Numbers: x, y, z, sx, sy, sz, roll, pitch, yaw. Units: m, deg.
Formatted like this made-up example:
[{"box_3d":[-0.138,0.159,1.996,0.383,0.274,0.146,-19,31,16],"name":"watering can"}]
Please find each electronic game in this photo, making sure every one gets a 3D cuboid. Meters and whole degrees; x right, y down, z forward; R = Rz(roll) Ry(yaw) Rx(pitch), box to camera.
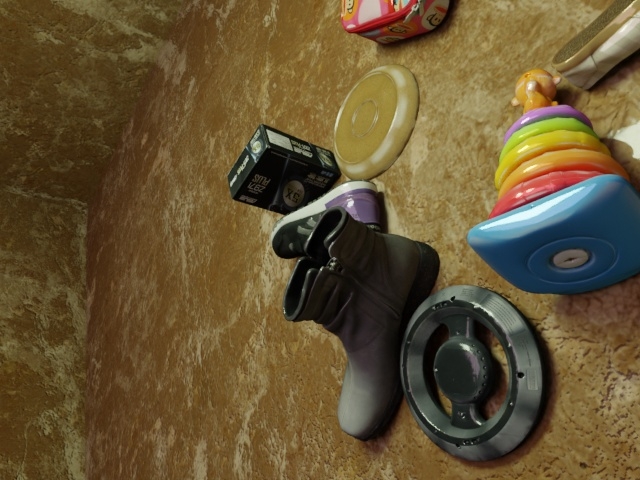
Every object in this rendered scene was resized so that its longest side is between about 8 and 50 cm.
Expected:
[{"box_3d":[0.194,0.174,0.748,0.229,0.048,0.230,-11,75,51],"name":"electronic game"}]

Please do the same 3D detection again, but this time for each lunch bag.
[{"box_3d":[0.159,-0.522,1.009,0.258,0.120,0.293,11,94,55],"name":"lunch bag"}]

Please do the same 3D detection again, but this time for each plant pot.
[{"box_3d":[0.094,-0.232,1.074,0.236,0.032,0.237,-27,55,47],"name":"plant pot"}]

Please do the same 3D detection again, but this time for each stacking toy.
[{"box_3d":[0.277,-0.100,0.675,0.175,0.165,0.302,-26,44,36],"name":"stacking toy"}]

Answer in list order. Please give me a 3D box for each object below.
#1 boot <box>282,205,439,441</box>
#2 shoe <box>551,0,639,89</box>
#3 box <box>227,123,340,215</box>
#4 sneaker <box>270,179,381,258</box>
[{"box_3d":[0.032,0.130,0.842,0.118,0.222,0.339,13,88,55],"name":"boot"},{"box_3d":[0.384,-0.271,0.663,0.219,0.058,0.077,-42,15,33],"name":"shoe"},{"box_3d":[-0.077,-0.135,1.143,0.147,0.180,0.078,-49,41,31],"name":"box"},{"box_3d":[0.000,0.000,1.054,0.283,0.107,0.124,-32,58,45],"name":"sneaker"}]
